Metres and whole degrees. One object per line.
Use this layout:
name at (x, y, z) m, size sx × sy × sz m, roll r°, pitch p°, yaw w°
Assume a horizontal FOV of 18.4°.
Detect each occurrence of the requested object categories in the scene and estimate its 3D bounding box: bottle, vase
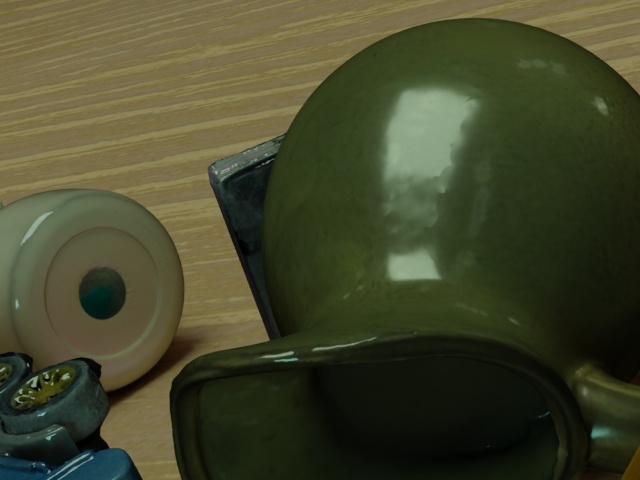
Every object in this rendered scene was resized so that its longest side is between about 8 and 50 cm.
bottle at (-0.219, 0.034, 1.492) m, size 0.147 × 0.147 × 0.236 m, roll -33°, pitch 19°, yaw -29°
vase at (0.113, 0.039, 1.068) m, size 0.329 × 0.241 × 0.302 m, roll 10°, pitch 40°, yaw 10°

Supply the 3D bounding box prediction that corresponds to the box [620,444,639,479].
box at (0.215, 0.141, 0.791) m, size 0.237 × 0.070 × 0.152 m, roll 2°, pitch 50°, yaw 47°

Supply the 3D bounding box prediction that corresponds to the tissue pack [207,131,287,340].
tissue pack at (0.000, 0.000, 1.331) m, size 0.112 × 0.156 × 0.051 m, roll -24°, pitch 24°, yaw -9°

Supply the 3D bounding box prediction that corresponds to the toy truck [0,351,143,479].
toy truck at (-0.214, 0.165, 1.133) m, size 0.367 × 0.146 × 0.175 m, roll 1°, pitch 33°, yaw 47°
